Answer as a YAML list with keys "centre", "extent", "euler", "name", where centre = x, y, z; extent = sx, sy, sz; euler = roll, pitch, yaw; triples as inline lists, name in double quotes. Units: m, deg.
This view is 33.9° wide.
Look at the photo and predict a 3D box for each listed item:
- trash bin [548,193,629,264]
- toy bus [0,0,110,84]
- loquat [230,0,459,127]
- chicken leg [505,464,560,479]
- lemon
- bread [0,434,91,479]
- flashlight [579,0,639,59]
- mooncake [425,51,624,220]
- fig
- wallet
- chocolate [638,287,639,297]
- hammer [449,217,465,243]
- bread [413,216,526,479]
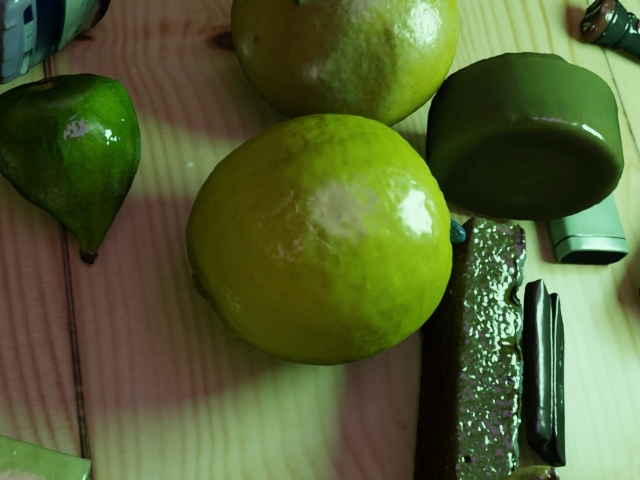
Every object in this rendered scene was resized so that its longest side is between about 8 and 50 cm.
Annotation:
- centre: [0.419, -0.031, 1.664]
  extent: [0.116, 0.059, 0.130]
  euler: [3, 64, -21]
  name: "trash bin"
- centre: [-0.512, -0.422, 1.415]
  extent: [0.439, 0.209, 0.249]
  euler: [36, 60, 0]
  name: "toy bus"
- centre: [0.028, -0.327, 1.497]
  extent: [0.328, 0.359, 0.329]
  euler: [-8, 55, 11]
  name: "loquat"
- centre: [0.332, 0.455, 1.291]
  extent: [0.295, 0.182, 0.410]
  euler: [-22, 95, -34]
  name: "chicken leg"
- centre: [0.000, 0.000, 1.340]
  extent: [0.347, 0.348, 0.348]
  euler: [8, 63, -17]
  name: "lemon"
- centre: [-0.366, 0.294, 1.212]
  extent: [0.178, 0.060, 0.140]
  euler: [18, 60, -12]
  name: "bread"
- centre: [0.578, -0.352, 1.863]
  extent: [0.231, 0.093, 0.093]
  euler: [23, 60, -9]
  name: "flashlight"
- centre: [0.298, -0.153, 1.551]
  extent: [0.284, 0.284, 0.156]
  euler: [13, 63, -14]
  name: "mooncake"
- centre: [-0.320, -0.093, 1.383]
  extent: [0.203, 0.203, 0.235]
  euler: [-27, 117, -29]
  name: "fig"
- centre: [0.316, 0.190, 1.467]
  extent: [0.049, 0.182, 0.229]
  euler: [-5, 64, 19]
  name: "wallet"
- centre: [0.654, -0.050, 1.726]
  extent: [0.162, 0.162, 0.445]
  euler: [33, 54, -3]
  name: "chocolate"
- centre: [0.140, -0.040, 1.484]
  extent: [0.069, 0.194, 0.116]
  euler: [-40, 126, -10]
  name: "hammer"
- centre: [0.204, 0.186, 1.419]
  extent: [0.113, 0.165, 0.417]
  euler: [12, 62, -9]
  name: "bread"
